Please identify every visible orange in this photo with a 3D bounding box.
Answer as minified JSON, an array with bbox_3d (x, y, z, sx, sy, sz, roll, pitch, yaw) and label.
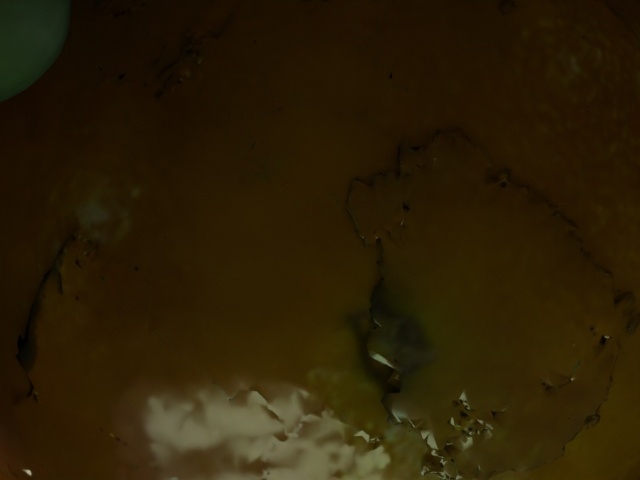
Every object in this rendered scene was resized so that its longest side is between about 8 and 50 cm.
[{"bbox_3d":[0.000,0.000,0.599,0.246,0.246,0.246,1,177,0],"label":"orange"}]

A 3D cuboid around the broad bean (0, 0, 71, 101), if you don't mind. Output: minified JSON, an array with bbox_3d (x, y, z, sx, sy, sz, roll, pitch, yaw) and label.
[{"bbox_3d":[-0.151,-0.084,0.411,0.228,0.100,0.169,3,174,6],"label":"broad bean"}]
